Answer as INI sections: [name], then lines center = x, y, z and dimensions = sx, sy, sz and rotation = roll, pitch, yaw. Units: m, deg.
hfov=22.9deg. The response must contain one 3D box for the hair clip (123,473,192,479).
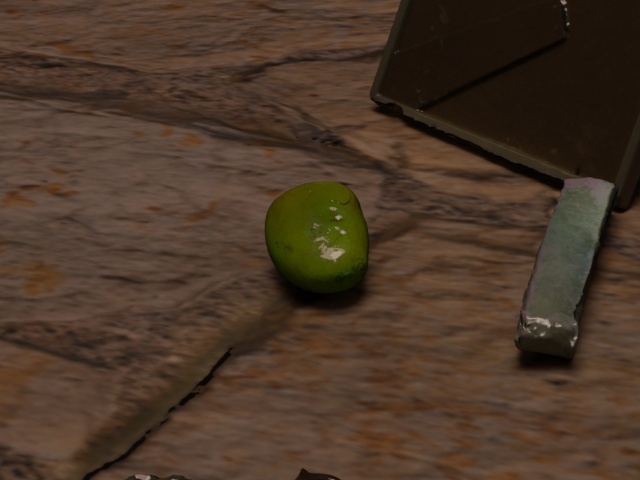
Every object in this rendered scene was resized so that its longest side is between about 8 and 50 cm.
[hair clip]
center = -0.009, 0.194, 0.634
dimensions = 0.321, 0.091, 0.138
rotation = 24, 69, 34

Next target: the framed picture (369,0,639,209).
[framed picture]
center = 0.163, -0.167, 1.230
dimensions = 0.020, 0.211, 0.289
rotation = 12, 11, -42

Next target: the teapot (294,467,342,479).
[teapot]
center = -0.012, 0.169, 0.762
dimensions = 0.068, 0.076, 0.121
rotation = -1, 67, 25

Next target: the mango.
[mango]
center = 0.000, 0.000, 1.096
dimensions = 0.073, 0.056, 0.108
rotation = -19, 33, -10

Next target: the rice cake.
[rice cake]
center = 0.164, 0.016, 1.054
dimensions = 0.043, 0.034, 0.211
rotation = 11, 31, 13
